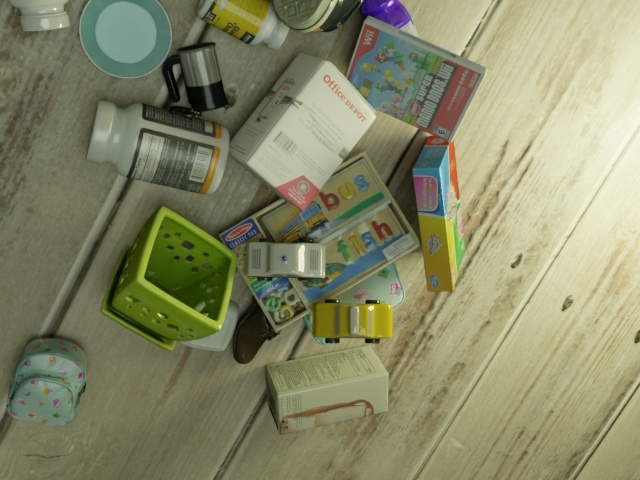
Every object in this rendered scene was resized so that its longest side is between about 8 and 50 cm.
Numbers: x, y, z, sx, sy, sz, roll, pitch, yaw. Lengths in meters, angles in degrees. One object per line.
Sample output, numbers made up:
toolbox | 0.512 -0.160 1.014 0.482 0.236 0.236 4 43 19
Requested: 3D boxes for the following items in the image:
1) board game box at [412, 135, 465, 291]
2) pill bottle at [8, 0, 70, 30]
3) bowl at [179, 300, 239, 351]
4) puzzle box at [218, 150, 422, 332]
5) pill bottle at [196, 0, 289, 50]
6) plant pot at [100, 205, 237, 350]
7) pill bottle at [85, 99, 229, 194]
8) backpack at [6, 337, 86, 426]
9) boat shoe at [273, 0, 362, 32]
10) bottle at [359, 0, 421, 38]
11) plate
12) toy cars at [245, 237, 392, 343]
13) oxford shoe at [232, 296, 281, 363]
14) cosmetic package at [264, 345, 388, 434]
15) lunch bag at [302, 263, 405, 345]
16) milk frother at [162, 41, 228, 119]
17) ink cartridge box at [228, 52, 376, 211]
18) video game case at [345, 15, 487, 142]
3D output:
board game box | 0.293 -0.070 1.777 0.064 0.242 0.316 -2 116 19
pill bottle | -0.547 -0.517 1.395 0.121 0.121 0.216 -11 113 -14
bowl | -0.275 0.210 1.802 0.142 0.053 0.142 15 104 -23
puzzle box | 0.000 0.000 1.738 0.409 0.052 0.272 -31 84 -5
pill bottle | -0.161 -0.478 1.545 0.184 0.103 0.103 23 102 -24
plant pot | -0.346 0.099 1.627 0.227 0.228 0.207 36 131 -27
pill bottle | -0.347 -0.202 1.560 0.278 0.162 0.162 12 106 -21
backpack | -0.627 0.327 1.685 0.166 0.144 0.188 16 102 -17
boat shoe | 0.086 -0.640 1.471 0.500 0.187 0.156 -57 156 16
bottle | 0.161 -0.474 1.643 0.092 0.118 0.283 -35 116 -4
plate | -0.407 -0.434 1.527 0.188 0.024 0.188 -6 111 -16
toy cars | -0.003 0.112 1.654 0.394 0.087 0.176 42 84 3
oxford shoe | -0.150 0.222 1.817 0.083 0.096 0.227 13 110 -41
cosmetic package | 0.015 0.388 1.911 0.296 0.153 0.129 -8 114 -13
lunch bag | 0.063 0.128 1.849 0.279 0.108 0.224 -27 117 -6
milk frother | -0.268 -0.336 1.544 0.129 0.143 0.134 -14 114 -8
ink cartridge box | -0.040 -0.242 1.630 0.283 0.117 0.207 -53 129 -3
video game case | 0.202 -0.355 1.630 0.285 0.025 0.204 25 137 4
